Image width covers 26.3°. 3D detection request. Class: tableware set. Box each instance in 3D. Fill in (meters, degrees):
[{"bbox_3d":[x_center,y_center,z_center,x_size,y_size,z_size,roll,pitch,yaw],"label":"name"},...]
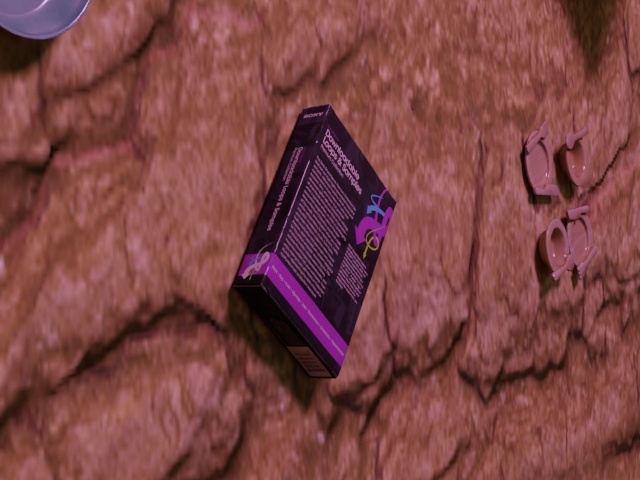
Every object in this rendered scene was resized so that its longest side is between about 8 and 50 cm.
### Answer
[{"bbox_3d":[0.243,-0.039,1.367,0.141,0.020,0.169,-21,105,-56],"label":"tableware set"}]

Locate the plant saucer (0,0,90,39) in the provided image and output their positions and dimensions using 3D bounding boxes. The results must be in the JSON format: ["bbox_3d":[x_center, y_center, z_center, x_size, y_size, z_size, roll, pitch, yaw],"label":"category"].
[{"bbox_3d":[-0.168,-0.168,0.745,0.119,0.021,0.119,9,80,-57],"label":"plant saucer"}]

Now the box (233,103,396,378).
[{"bbox_3d":[0.000,0.000,0.981,0.116,0.029,0.162,54,46,-41],"label":"box"}]
